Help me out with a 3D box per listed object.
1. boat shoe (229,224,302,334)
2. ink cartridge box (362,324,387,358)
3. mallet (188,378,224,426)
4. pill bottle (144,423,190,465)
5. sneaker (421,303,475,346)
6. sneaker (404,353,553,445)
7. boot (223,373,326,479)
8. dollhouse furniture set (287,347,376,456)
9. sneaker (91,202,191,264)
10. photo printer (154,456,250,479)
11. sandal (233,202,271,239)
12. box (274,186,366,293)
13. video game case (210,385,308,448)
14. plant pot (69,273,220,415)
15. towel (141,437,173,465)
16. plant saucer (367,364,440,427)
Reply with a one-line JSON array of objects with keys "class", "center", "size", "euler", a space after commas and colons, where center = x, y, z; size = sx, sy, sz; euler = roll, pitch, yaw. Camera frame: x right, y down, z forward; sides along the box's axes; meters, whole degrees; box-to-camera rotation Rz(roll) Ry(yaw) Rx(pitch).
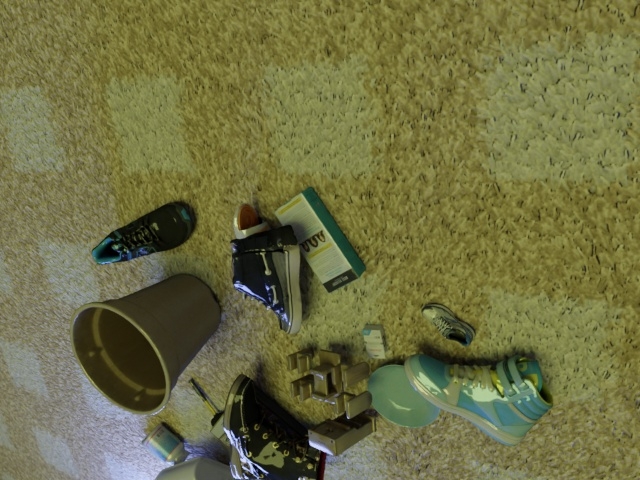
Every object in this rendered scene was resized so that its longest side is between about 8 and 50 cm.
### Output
[{"class": "boat shoe", "center": [-0.134, 0.114, 1.084], "size": [0.157, 0.127, 0.341], "euler": [-9, 128, -12]}, {"class": "ink cartridge box", "center": [0.142, 0.260, 1.132], "size": [0.048, 0.028, 0.084], "euler": [-4, 108, 27]}, {"class": "mallet", "center": [-0.382, 0.548, 1.496], "size": [0.062, 0.039, 0.190], "euler": [-31, 91, 30]}, {"class": "pill bottle", "center": [-0.569, 0.771, 1.641], "size": [0.160, 0.087, 0.087], "euler": [37, 121, 8]}, {"class": "sneaker", "center": [0.294, 0.196, 1.017], "size": [0.135, 0.058, 0.052], "euler": [30, 120, 12]}, {"class": "sneaker", "center": [0.367, 0.307, 0.993], "size": [0.318, 0.127, 0.208], "euler": [29, 122, 1]}, {"class": "boot", "center": [-0.127, 0.574, 1.281], "size": [0.283, 0.138, 0.378], "euler": [7, 111, 16]}, {"class": "dollhouse furniture set", "center": [0.050, 0.410, 1.174], "size": [0.212, 0.160, 0.243], "euler": [-2, 94, 45]}, {"class": "sneaker", "center": [-0.510, -0.002, 1.264], "size": [0.340, 0.139, 0.125], "euler": [-23, 98, 29]}, {"class": "photo printer", "center": [-0.431, 0.881, 1.565], "size": [0.307, 0.107, 0.256], "euler": [-32, 122, 31]}, {"class": "sandal", "center": [-0.145, 0.024, 1.135], "size": [0.076, 0.102, 0.266], "euler": [-1, 118, 24]}, {"class": "box", "center": [0.000, 0.000, 1.071], "size": [0.100, 0.060, 0.244], "euler": [-31, 96, 32]}, {"class": "video game case", "center": [-0.190, 0.621, 1.408], "size": [0.274, 0.035, 0.248], "euler": [39, 112, 4]}, {"class": "plant pot", "center": [-0.458, 0.255, 1.248], "size": [0.333, 0.305, 0.334], "euler": [10, 115, 22]}, {"class": "towel", "center": [-0.633, 0.822, 1.707], "size": [0.148, 0.027, 0.110], "euler": [42, 142, -1]}, {"class": "plant saucer", "center": [0.219, 0.398, 1.148], "size": [0.194, 0.037, 0.195], "euler": [10, 115, 22]}]
